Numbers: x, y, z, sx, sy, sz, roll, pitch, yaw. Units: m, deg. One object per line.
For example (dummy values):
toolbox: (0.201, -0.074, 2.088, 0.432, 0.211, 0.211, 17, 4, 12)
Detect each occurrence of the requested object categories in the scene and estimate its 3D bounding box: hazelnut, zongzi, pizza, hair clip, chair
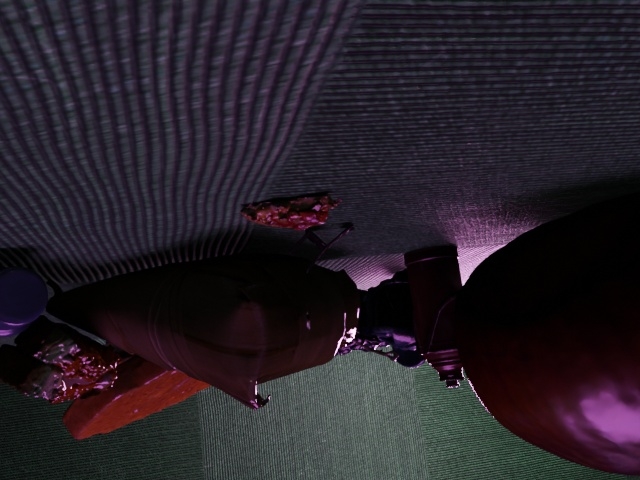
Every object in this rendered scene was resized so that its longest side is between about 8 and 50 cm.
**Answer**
hazelnut: (0.385, 0.134, 0.956, 0.402, 0.402, 0.429, -1, 167, -29)
zongzi: (-0.127, 0.104, 1.054, 0.418, 0.181, 0.447, 5, -179, 28)
pizza: (-0.039, -0.024, 0.733, 0.099, 0.029, 0.100, -2, 168, -20)
hair clip: (0.121, 0.148, 1.358, 0.206, 0.194, 0.310, 16, 161, -40)
chair: (-0.001, -0.002, 0.872, 0.086, 0.042, 0.037, -42, 176, -11)

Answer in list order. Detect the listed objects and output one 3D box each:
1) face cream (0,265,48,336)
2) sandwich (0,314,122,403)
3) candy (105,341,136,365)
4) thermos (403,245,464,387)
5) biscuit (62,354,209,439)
face cream: (-0.444, 0.089, 0.920, 0.135, 0.086, 0.385, 4, 170, -33)
sandwich: (-0.352, 0.175, 0.928, 0.160, 0.109, 0.185, 35, 164, -28)
candy: (-0.328, 0.232, 1.571, 0.321, 0.135, 0.179, -14, 168, 32)
thermos: (0.202, 0.132, 1.152, 0.099, 0.232, 0.124, 1, 167, -37)
biscuit: (-0.262, 0.237, 1.231, 0.350, 0.078, 0.455, -39, 166, 12)
